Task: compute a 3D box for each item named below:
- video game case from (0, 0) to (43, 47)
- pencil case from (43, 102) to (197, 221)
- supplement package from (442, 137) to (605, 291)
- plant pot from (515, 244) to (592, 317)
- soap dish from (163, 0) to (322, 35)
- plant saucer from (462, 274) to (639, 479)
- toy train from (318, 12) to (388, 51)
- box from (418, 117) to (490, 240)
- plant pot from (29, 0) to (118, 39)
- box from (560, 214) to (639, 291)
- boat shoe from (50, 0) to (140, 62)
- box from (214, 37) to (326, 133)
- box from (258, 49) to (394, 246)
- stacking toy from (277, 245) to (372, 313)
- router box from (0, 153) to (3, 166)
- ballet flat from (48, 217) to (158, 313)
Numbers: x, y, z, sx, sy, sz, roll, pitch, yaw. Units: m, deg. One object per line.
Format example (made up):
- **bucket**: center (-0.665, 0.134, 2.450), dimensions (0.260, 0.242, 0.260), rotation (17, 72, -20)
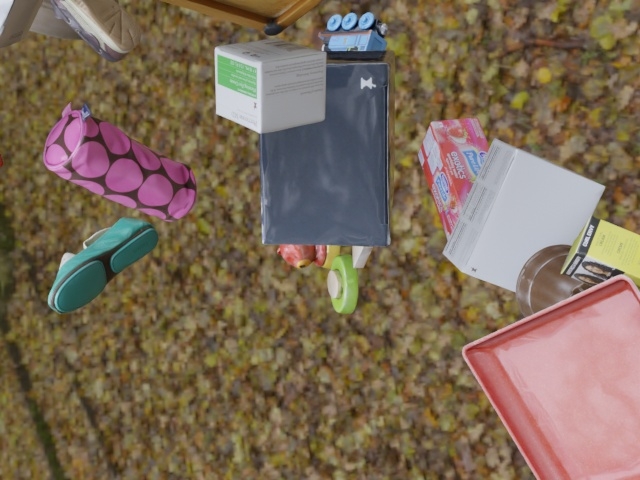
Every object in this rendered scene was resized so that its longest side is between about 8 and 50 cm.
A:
- **video game case**: center (-0.289, -0.319, 0.651), dimensions (0.244, 0.269, 0.061), rotation (-51, 5, 30)
- **pencil case**: center (-0.266, -0.103, 1.216), dimensions (0.095, 0.209, 0.098), rotation (-34, 49, 24)
- **supplement package**: center (0.403, -0.039, 1.792), dimensions (0.145, 0.204, 0.262), rotation (-117, 48, -73)
- **plant pot**: center (0.461, 0.105, 1.602), dimensions (0.165, 0.167, 0.167), rotation (-133, 48, -73)
- **soap dish**: center (-0.098, -0.339, 0.981), dimensions (0.229, 0.290, 0.118), rotation (-21, 67, 50)
- **plant saucer**: center (0.335, 0.191, 1.075), dimensions (0.258, 0.047, 0.259), rotation (-34, 86, 42)
- **toy train**: center (0.074, -0.462, 2.056), dimensions (0.184, 0.080, 0.105), rotation (10, 78, 43)
- **box**: center (0.321, -0.135, 2.006), dimensions (0.128, 0.122, 0.257), rotation (105, 154, -58)
- **plant pot**: center (-0.567, -0.627, 1.901), dimensions (0.323, 0.323, 0.280), rotation (52, 129, 41)
- **box**: center (0.417, 0.051, 1.080), dimensions (0.087, 0.232, 0.058), rotation (89, -154, -69)
- **boat shoe**: center (-0.462, -0.451, 1.671), dimensions (0.285, 0.103, 0.092), rotation (46, 132, -10)
- **box**: center (-0.061, -0.189, 1.080), dimensions (0.101, 0.102, 0.087), rotation (28, 126, 45)
- **box**: center (0.024, -0.177, 1.571), dimensions (0.395, 0.211, 0.294), rotation (-70, -20, -75)
- **stacking toy**: center (0.000, 0.000, 1.941), dimensions (0.309, 0.130, 0.280), rotation (104, 160, -45)
- **router box**: center (-0.555, -0.257, 1.095), dimensions (0.335, 0.082, 0.301), rotation (37, 150, 24)
- **ballet flat**: center (-0.387, 0.038, 1.525), dimensions (0.087, 0.247, 0.083), rotation (21, 133, 28)
